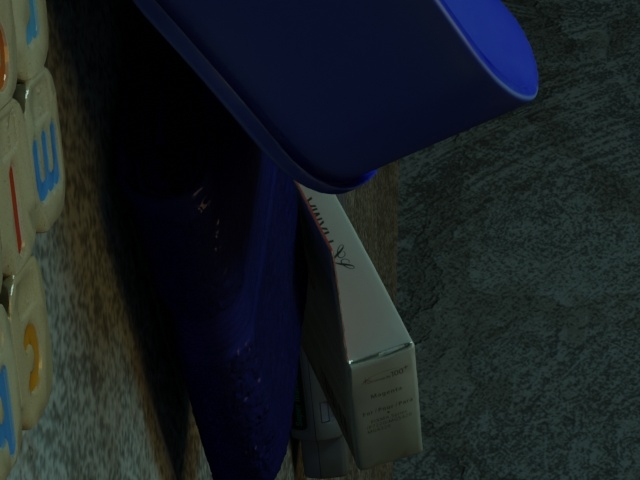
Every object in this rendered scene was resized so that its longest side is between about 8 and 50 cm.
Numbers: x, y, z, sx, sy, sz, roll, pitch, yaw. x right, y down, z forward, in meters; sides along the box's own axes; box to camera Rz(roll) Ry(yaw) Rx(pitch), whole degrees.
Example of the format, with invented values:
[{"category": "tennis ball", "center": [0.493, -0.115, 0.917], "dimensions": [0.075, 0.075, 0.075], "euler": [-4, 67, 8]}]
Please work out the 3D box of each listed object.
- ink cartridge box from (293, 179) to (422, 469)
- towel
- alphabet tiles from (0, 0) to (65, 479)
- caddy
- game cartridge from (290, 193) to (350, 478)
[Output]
[{"category": "ink cartridge box", "center": [0.000, 0.000, 1.443], "dimensions": [0.275, 0.060, 0.239], "euler": [-117, -165, -44]}, {"category": "towel", "center": [-0.070, -0.007, 1.194], "dimensions": [0.308, 0.076, 0.227], "euler": [79, 14, -47]}, {"category": "alphabet tiles", "center": [-0.144, -0.037, 0.714], "dimensions": [0.284, 0.021, 0.278], "euler": [-75, 162, -70]}, {"category": "caddy", "center": [-0.020, -0.181, 1.017], "dimensions": [0.341, 0.179, 0.241], "euler": [49, 31, -40]}, {"category": "game cartridge", "center": [-0.005, 0.032, 1.839], "dimensions": [0.230, 0.068, 0.355], "euler": [-76, 164, -56]}]
